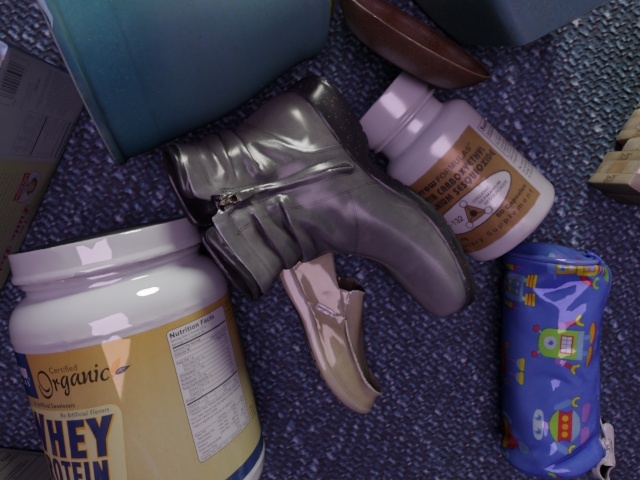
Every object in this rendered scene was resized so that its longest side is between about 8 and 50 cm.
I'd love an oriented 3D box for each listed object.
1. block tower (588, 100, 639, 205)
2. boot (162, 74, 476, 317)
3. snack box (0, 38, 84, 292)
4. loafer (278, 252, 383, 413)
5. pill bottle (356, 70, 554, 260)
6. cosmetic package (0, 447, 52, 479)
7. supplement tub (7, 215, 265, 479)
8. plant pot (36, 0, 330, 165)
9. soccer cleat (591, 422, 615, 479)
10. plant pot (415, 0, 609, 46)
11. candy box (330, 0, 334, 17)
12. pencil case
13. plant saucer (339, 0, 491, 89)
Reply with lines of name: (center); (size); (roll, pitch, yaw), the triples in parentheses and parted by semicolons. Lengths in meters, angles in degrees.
block tower: (0.489, -0.196, 0.615); (0.091, 0.097, 0.335); (30, 96, -6)
boot: (0.000, 0.000, 0.536); (0.222, 0.118, 0.338); (-40, 89, -28)
snack box: (-0.378, -0.056, 0.536); (0.060, 0.187, 0.322); (26, 95, -6)
loafer: (0.021, 0.094, 0.619); (0.092, 0.102, 0.269); (-26, 97, 5)
pill bottle: (0.154, -0.094, 0.588); (0.229, 0.131, 0.131); (41, 93, -6)
cosmetic package: (-0.319, 0.369, 0.611); (0.296, 0.153, 0.129); (9, 96, -3)
supplement tub: (-0.201, 0.143, 0.549); (0.228, 0.228, 0.316); (-12, 98, -2)
plant pot: (-0.139, -0.250, 0.500); (0.255, 0.271, 0.272); (-23, 98, -15)
soccer cleat: (0.412, 0.306, 0.700); (0.029, 0.035, 0.083); (9, 97, -4)
plant pot: (0.207, -0.354, 0.510); (0.247, 0.247, 0.252); (-28, 114, 1)
candy box: (0.009, -0.380, 0.558); (0.027, 0.105, 0.206); (2, 97, 2)
pencil case: (0.304, 0.154, 0.632); (0.133, 0.119, 0.306); (0, 98, 21)
plant saucer: (0.101, -0.225, 0.552); (0.198, 0.199, 0.036); (28, 121, -6)
